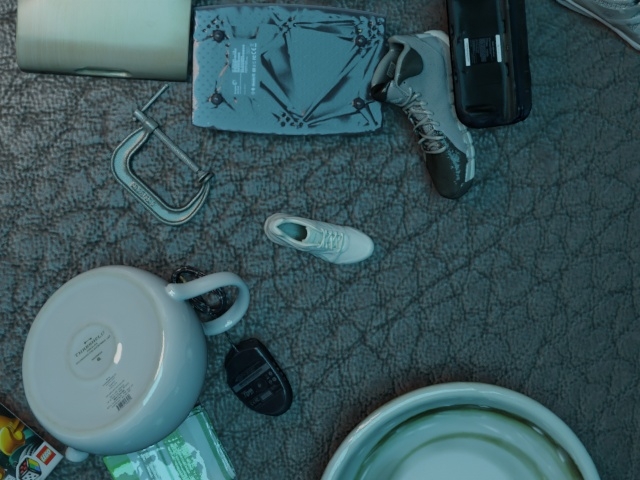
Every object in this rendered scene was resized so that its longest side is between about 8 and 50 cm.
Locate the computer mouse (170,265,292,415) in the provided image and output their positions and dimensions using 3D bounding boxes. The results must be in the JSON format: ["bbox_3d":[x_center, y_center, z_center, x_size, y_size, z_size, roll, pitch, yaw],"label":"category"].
[{"bbox_3d":[-0.118,0.133,1.534,0.071,0.041,0.242,-34,90,14],"label":"computer mouse"}]

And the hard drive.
[{"bbox_3d":[-0.043,-0.224,1.510,0.254,0.054,0.172,1,93,-6],"label":"hard drive"}]

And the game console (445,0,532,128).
[{"bbox_3d":[0.195,-0.323,1.452,0.213,0.044,0.361,-7,100,-5],"label":"game console"}]

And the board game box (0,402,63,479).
[{"bbox_3d":[-0.496,0.328,1.425,0.193,0.053,0.305,42,58,-6],"label":"board game box"}]

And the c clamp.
[{"bbox_3d":[-0.205,-0.106,1.517,0.137,0.022,0.161,-41,95,-2],"label":"c clamp"}]

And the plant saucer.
[{"bbox_3d":[0.181,0.383,1.538,0.400,0.100,0.401,0,92,-5],"label":"plant saucer"}]

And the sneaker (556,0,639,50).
[{"bbox_3d":[0.437,-0.314,1.519,0.281,0.115,0.105,17,91,-6],"label":"sneaker"}]

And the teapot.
[{"bbox_3d":[-0.235,0.157,1.451,0.256,0.187,0.253,0,73,26],"label":"teapot"}]

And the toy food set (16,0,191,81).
[{"bbox_3d":[-0.273,-0.364,1.475,0.219,0.092,0.306,3,101,-6],"label":"toy food set"}]

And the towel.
[{"bbox_3d":[-0.204,0.304,1.537,0.152,0.023,0.113,-26,94,-3],"label":"towel"}]

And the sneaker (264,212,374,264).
[{"bbox_3d":[0.000,0.000,1.523,0.152,0.061,0.054,12,90,-7],"label":"sneaker"}]

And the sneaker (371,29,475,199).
[{"bbox_3d":[0.123,-0.163,1.491,0.132,0.086,0.229,-6,84,-39],"label":"sneaker"}]
